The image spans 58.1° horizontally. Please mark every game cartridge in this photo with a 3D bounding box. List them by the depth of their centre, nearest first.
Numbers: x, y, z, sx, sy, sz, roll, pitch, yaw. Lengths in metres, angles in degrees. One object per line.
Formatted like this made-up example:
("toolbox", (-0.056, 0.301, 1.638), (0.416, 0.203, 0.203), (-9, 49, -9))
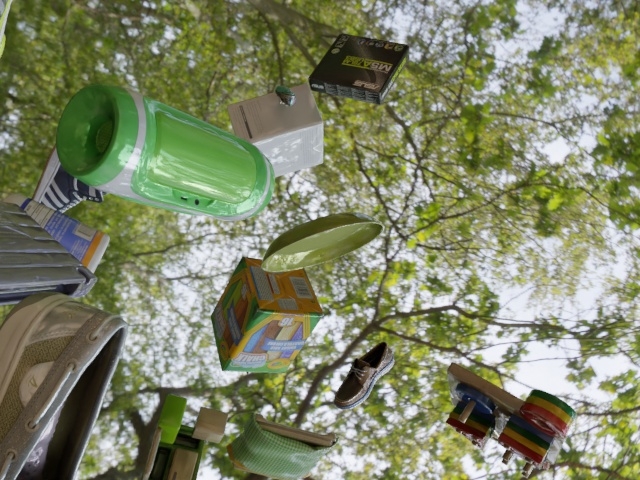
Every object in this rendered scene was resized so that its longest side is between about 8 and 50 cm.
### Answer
("game cartridge", (-0.527, 0.012, 0.882), (0.230, 0.355, 0.068), (36, -86, 9))

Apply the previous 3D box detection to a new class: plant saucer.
("plant saucer", (0.000, 0.000, 1.079), (0.241, 0.241, 0.037), (-26, -105, 29))

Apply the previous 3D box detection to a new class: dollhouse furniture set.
("dollhouse furniture set", (-0.145, 0.396, 0.981), (0.197, 0.302, 0.151), (119, -16, -51))

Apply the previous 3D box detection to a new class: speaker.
("speaker", (-0.187, -0.104, 0.769), (0.131, 0.297, 0.131), (-5, -100, 30))

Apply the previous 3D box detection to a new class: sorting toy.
("sorting toy", (0.199, 0.213, 0.650), (0.132, 0.274, 0.046), (27, -111, 29))

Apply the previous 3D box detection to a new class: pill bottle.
("pill bottle", (-0.588, -0.002, 1.170), (0.152, 0.272, 0.152), (-51, -157, 31))

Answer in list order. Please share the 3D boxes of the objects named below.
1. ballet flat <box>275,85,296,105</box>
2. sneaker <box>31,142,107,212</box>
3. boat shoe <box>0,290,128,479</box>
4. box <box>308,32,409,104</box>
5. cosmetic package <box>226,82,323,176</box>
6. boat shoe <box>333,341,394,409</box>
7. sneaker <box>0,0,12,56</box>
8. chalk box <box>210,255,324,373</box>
("ballet flat", (-0.088, -0.352, 1.415), (0.041, 0.041, 0.114), (-59, -153, 13))
("sneaker", (-0.604, -0.109, 1.409), (0.282, 0.153, 0.099), (-53, -164, 31))
("boat shoe", (-0.270, 0.213, 0.550), (0.103, 0.118, 0.320), (14, -94, 17))
("box", (0.095, -0.418, 1.393), (0.191, 0.045, 0.184), (19, -122, 22))
("cosmetic package", (-0.117, -0.285, 1.566), (0.225, 0.224, 0.138), (-16, -109, -6))
("boat shoe", (0.090, 0.289, 1.263), (0.066, 0.183, 0.066), (17, -44, 38))
("sneaker", (-0.548, -0.404, 0.916), (0.121, 0.111, 0.299), (-109, -144, -59))
("chalk box", (-0.153, 0.208, 1.421), (0.288, 0.179, 0.180), (-59, -142, 30))
